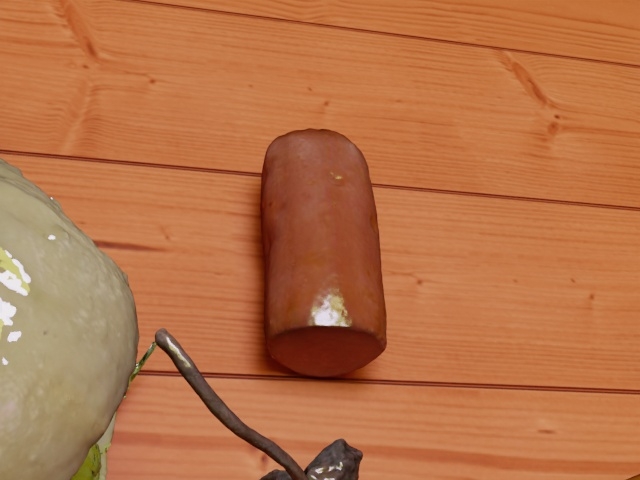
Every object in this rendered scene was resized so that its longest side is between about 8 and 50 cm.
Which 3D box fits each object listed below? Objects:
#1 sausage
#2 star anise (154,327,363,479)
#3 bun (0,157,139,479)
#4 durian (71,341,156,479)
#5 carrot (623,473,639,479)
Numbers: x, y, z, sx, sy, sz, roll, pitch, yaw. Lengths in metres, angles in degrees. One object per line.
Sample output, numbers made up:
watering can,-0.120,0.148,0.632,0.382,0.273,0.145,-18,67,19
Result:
sausage,0.000,0.000,1.238,0.114,0.113,0.259,9,48,-14
star anise,-0.019,0.157,1.023,0.219,0.227,0.148,16,51,7
bun,-0.310,0.065,0.886,0.364,0.202,0.364,-20,35,15
durian,-0.220,0.200,0.991,0.169,0.158,0.351,37,34,-39
carrot,0.254,0.240,1.179,0.190,0.037,0.037,-14,57,-27
